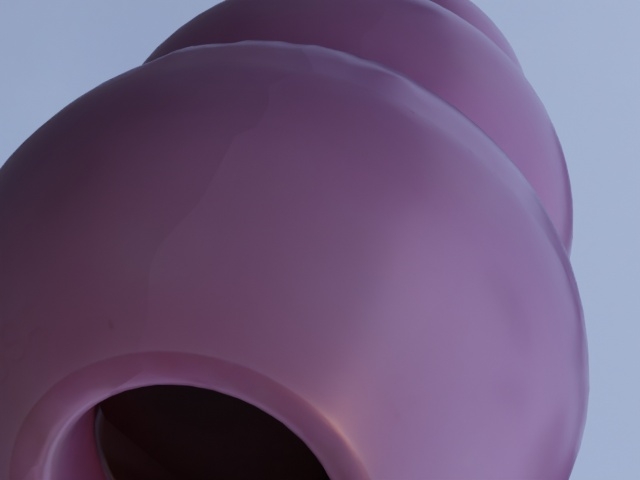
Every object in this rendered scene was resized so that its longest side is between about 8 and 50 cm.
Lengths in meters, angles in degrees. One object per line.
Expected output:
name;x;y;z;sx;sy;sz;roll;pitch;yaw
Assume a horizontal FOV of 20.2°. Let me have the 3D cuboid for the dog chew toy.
dog chew toy;0.000;0.000;0.644;0.206;0.206;0.332;-42;-168;29
